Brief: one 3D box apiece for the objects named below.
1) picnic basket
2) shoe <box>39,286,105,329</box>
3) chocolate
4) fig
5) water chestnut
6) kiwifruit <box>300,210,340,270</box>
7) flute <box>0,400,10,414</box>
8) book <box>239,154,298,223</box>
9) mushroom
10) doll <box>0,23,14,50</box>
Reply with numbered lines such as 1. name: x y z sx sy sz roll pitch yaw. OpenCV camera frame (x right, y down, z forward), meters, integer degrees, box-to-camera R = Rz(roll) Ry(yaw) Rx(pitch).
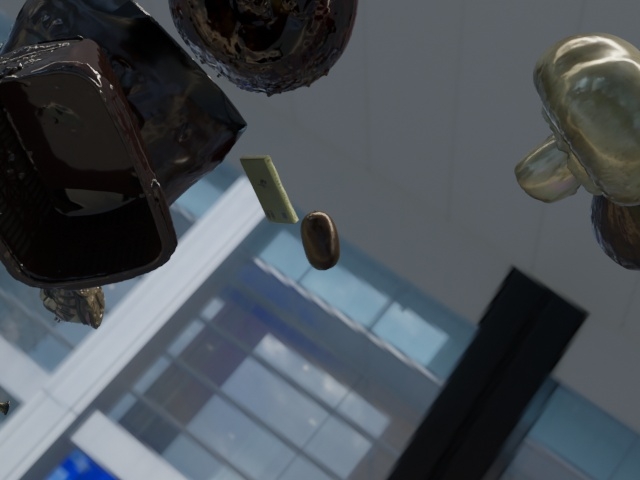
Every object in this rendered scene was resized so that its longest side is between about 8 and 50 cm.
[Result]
1. picnic basket: -0.293 -0.093 1.358 0.222 0.129 0.297 -12 -52 9
2. shoe: -0.442 0.081 2.080 0.092 0.089 0.180 -3 -45 11
3. chocolate: -0.336 -0.165 1.662 0.383 0.331 0.383 45 -4 4
4. fig: 0.540 -0.097 2.007 0.217 0.217 0.321 18 -26 44
5. water chestnut: -0.085 -0.433 2.103 0.350 0.302 0.350 6 -65 12
6. kiwifruit: 0.000 0.000 2.397 0.075 0.075 0.124 6 -70 54
7. flute: -0.624 0.253 1.947 0.233 0.027 0.027 17 -10 -29
8. book: -0.076 -0.076 1.764 0.077 0.014 0.111 5 -56 57
9. mushroom: 0.364 -0.147 1.601 0.254 0.234 0.260 61 18 18
10. doll: -0.557 -0.359 2.269 0.120 0.075 0.180 29 22 -8
